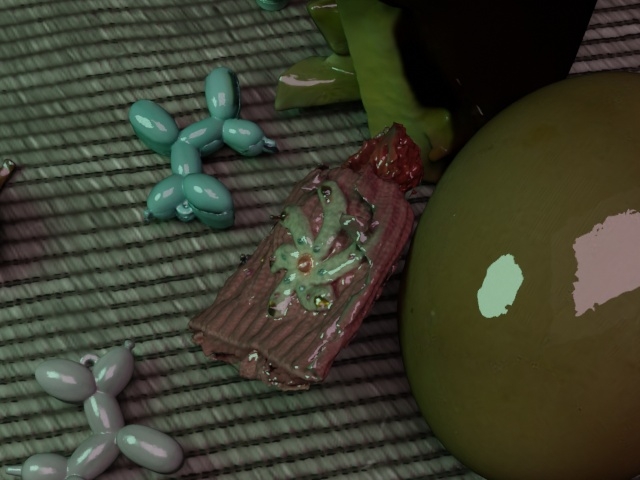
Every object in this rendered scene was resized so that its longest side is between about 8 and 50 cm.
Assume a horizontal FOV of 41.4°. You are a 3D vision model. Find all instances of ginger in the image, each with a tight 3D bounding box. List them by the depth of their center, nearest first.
[{"bbox_3d":[0.101,-0.294,0.853,0.358,0.211,0.413,28,86,-38],"label":"ginger"}]

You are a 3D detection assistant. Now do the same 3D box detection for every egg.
[{"bbox_3d":[0.225,0.035,0.725,0.301,0.301,0.374,29,81,7],"label":"egg"}]

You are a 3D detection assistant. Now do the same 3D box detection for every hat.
[{"bbox_3d":[0.000,0.000,0.779,0.107,0.237,0.286,47,69,-30],"label":"hat"}]

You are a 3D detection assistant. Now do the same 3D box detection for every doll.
[{"bbox_3d":[-0.209,0.176,0.783,0.160,0.059,0.161,44,75,10],"label":"doll"},{"bbox_3d":[-0.127,-0.087,0.876,0.159,0.059,0.158,-31,75,-14],"label":"doll"}]

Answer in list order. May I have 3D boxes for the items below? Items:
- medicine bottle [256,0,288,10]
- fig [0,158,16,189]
[{"bbox_3d":[-0.054,-0.294,0.937,0.047,0.083,0.047,1,71,-3],"label":"medicine bottle"},{"bbox_3d":[-0.374,-0.035,0.822,0.128,0.128,0.150,-5,43,-4],"label":"fig"}]
